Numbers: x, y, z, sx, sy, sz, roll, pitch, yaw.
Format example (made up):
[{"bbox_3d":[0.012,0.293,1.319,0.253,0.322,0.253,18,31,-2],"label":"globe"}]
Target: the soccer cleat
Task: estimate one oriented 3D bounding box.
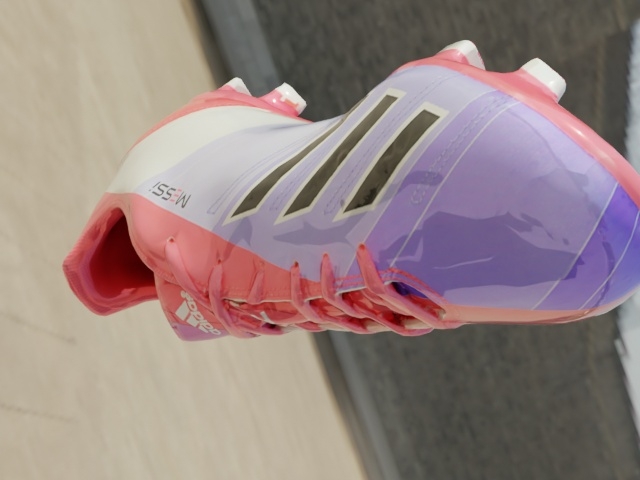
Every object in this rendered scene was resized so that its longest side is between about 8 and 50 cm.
[{"bbox_3d":[0.000,0.000,0.420,0.083,0.095,0.248,51,-17,-24],"label":"soccer cleat"}]
